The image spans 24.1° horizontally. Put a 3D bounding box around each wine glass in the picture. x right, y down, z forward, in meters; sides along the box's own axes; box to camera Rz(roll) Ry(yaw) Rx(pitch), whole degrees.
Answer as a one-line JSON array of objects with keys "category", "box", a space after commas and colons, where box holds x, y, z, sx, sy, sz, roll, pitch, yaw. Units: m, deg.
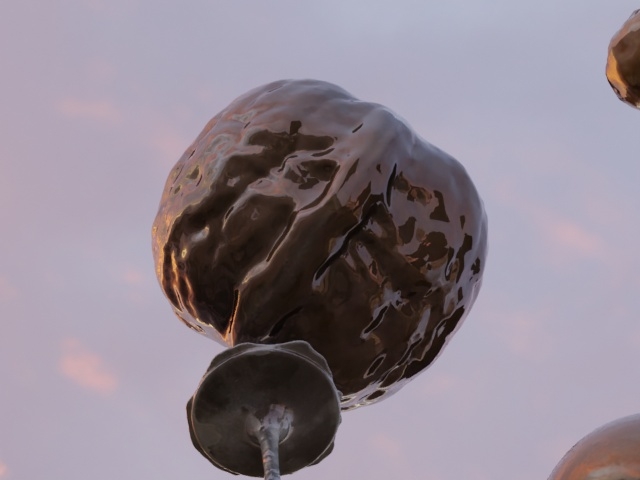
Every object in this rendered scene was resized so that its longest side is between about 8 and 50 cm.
[{"category": "wine glass", "box": [-0.022, 0.134, 0.790, 0.122, 0.183, 0.122, -1, -66, -3]}]

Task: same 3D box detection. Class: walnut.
[{"category": "walnut", "box": [0.000, 0.001, 1.123, 0.248, 0.248, 0.248, 19, -42, 18]}]

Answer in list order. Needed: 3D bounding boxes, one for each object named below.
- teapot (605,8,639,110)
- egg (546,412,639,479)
[{"category": "teapot", "box": [0.152, -0.086, 0.400, 0.167, 0.203, 0.311, -23, -53, 5]}, {"category": "egg", "box": [0.333, 0.308, 1.361, 0.283, 0.282, 0.351, -8, -47, 40]}]
